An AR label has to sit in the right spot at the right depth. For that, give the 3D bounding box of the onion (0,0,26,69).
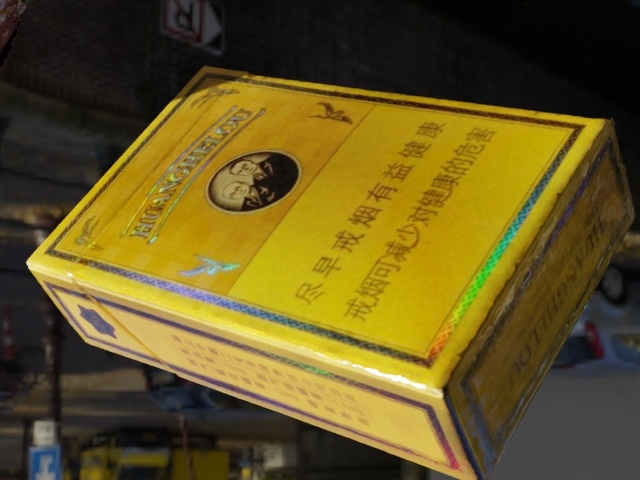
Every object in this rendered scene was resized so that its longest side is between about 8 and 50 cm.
[{"bbox_3d":[-0.282,-0.156,0.680,0.248,0.161,0.248,-40,162,-16],"label":"onion"}]

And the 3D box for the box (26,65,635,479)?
[{"bbox_3d":[0.000,0.000,0.656,0.301,0.193,0.084,13,143,36],"label":"box"}]
